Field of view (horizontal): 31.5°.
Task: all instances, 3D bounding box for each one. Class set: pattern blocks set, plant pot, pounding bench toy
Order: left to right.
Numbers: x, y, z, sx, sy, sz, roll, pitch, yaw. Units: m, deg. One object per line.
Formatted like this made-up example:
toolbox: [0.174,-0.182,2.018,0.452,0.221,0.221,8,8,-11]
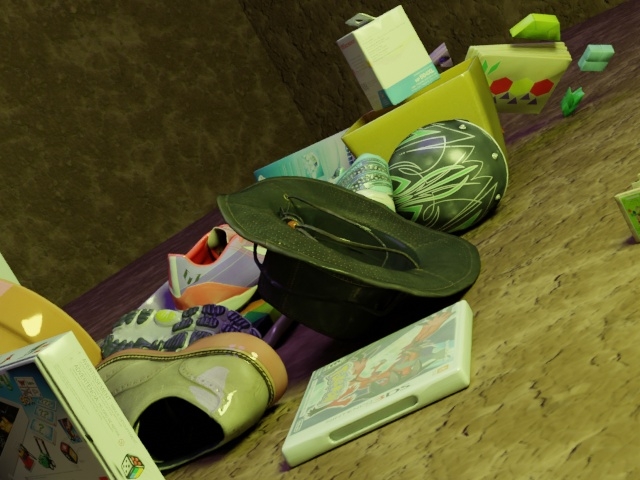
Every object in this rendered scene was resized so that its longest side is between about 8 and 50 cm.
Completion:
plant pot: [-0.446,0.215,1.506,0.291,0.291,0.203,-22,27,42]
plant pot: [0.183,-0.142,1.745,0.212,0.187,0.212,-27,8,18]
pattern blocks set: [0.310,-0.268,1.888,0.325,0.026,0.285,5,-38,-26]
pounding bench toy: [0.342,-0.043,1.095,0.083,0.052,0.065,-20,12,48]

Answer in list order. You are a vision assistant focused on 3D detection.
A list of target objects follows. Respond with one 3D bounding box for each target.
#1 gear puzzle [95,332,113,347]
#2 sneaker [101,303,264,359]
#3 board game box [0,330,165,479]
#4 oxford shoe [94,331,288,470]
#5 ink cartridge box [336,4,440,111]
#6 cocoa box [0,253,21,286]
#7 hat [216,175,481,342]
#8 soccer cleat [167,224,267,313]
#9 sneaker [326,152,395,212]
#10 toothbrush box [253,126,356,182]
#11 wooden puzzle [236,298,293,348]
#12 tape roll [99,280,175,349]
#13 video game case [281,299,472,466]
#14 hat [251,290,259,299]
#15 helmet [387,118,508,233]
gear puzzle: [-0.315,0.170,2.072,0.339,0.044,0.175,-26,7,0]
sneaker: [-0.157,0.145,1.447,0.275,0.110,0.107,4,59,44]
board game box: [-0.309,0.215,1.251,0.305,0.193,0.053,-19,14,49]
oxford shoe: [-0.201,0.195,1.266,0.348,0.123,0.130,-24,15,37]
ink cartridge box: [0.097,-0.281,1.713,0.090,0.143,0.092,-31,9,-13]
cocoa box: [-0.593,0.180,1.862,0.228,0.347,0.231,-36,11,-31]
hat: [0.023,0.040,1.325,0.332,0.133,0.331,15,17,-5]
soccer cleat: [-0.110,0.014,1.717,0.109,0.116,0.318,4,27,38]
sneaker: [0.033,-0.031,1.611,0.283,0.110,0.122,142,139,-58]
toothbrush box: [0.061,-0.118,2.024,0.216,0.126,0.296,-12,-6,-42]
wooden puzzle: [-0.129,0.135,1.631,0.239,0.044,0.221,-26,9,22]
tape roll: [-0.253,0.136,1.752,0.189,0.080,0.189,-45,3,2]
video game case: [0.060,0.132,1.094,0.184,0.023,0.201,-27,9,14]
hat: [-0.105,0.089,1.900,0.173,0.183,0.208,-27,-32,-7]
helmet: [0.173,-0.088,1.565,0.169,0.169,0.161,-28,4,12]
